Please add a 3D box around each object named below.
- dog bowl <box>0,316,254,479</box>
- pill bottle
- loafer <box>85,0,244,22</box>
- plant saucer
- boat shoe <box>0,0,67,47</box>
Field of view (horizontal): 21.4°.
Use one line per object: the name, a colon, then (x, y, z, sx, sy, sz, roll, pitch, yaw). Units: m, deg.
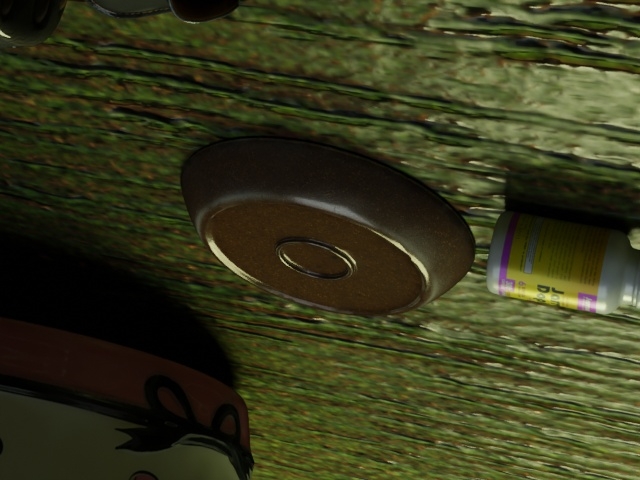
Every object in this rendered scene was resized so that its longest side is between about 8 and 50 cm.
dog bowl: (-0.228, 0.154, 1.173, 0.408, 0.150, 0.408, 9, 166, 2)
pill bottle: (0.128, 0.013, 0.853, 0.083, 0.043, 0.043, 10, 154, 14)
loafer: (-0.051, -0.117, 0.681, 0.062, 0.061, 0.170, 30, 153, -28)
plant saucer: (0.000, 0.000, 0.928, 0.168, 0.029, 0.168, 14, 154, 7)
boat shoe: (-0.202, -0.175, 0.592, 0.120, 0.123, 0.324, 8, 153, 26)
